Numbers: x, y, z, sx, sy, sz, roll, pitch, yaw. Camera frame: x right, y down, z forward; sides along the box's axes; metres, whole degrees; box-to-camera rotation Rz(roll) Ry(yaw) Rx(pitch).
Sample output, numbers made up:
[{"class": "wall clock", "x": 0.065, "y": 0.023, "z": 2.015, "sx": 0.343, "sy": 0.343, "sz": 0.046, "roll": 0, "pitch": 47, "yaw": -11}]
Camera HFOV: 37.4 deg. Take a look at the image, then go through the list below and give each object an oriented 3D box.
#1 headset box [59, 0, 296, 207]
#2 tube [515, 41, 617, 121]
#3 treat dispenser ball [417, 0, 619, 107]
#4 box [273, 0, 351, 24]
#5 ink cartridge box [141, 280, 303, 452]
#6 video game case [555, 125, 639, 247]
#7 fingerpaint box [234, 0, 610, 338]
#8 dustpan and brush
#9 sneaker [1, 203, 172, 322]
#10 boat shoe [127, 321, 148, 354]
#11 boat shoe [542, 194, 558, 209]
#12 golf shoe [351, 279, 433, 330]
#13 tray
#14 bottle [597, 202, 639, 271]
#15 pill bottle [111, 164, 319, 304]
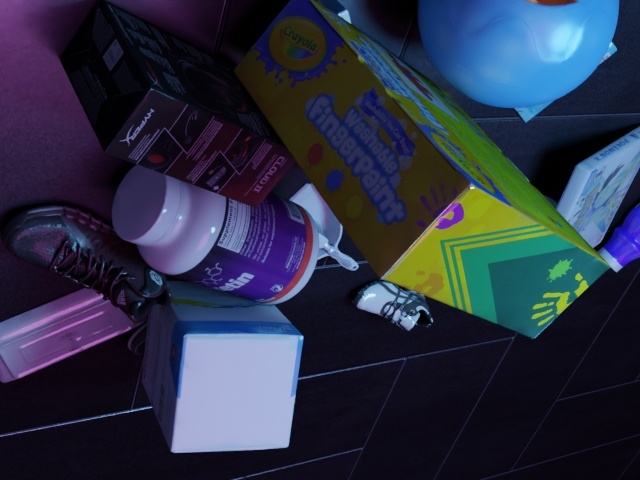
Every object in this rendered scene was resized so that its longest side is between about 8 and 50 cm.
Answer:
[{"class": "headset box", "x": -0.178, "y": -0.177, "z": 1.288, "sx": 0.293, "sy": 0.218, "sz": 0.110, "roll": 19, "pitch": 119, "yaw": -46}, {"class": "tube", "x": 0.445, "y": -0.301, "z": 1.740, "sx": 0.207, "sy": 0.052, "sz": 0.080, "roll": -40, "pitch": 137, "yaw": 15}, {"class": "treat dispenser ball", "x": 0.288, "y": -0.339, "z": 1.391, "sx": 0.288, "sy": 0.288, "sz": 0.288, "roll": -19, "pitch": 139, "yaw": -18}, {"class": "box", "x": 0.010, "y": -0.255, "z": 1.465, "sx": 0.101, "sy": 0.060, "sz": 0.244, "roll": -28, "pitch": 141, "yaw": -8}, {"class": "ink cartridge box", "x": -0.173, "y": 0.200, "z": 1.578, "sx": 0.197, "sy": 0.270, "sz": 0.198, "roll": 3, "pitch": 105, "yaw": -21}, {"class": "video game case", "x": 0.569, "y": -0.069, "z": 1.999, "sx": 0.300, "sy": 0.036, "sz": 0.328, "roll": -28, "pitch": 145, "yaw": -39}, {"class": "fingerpaint box", "x": 0.132, "y": -0.100, "z": 1.307, "sx": 0.163, "sy": 0.444, "sz": 0.371, "roll": -48, "pitch": 140, "yaw": 17}, {"class": "dustpan and brush", "x": 0.000, "y": 0.000, "z": 1.722, "sx": 0.147, "sy": 0.060, "sz": 0.211, "roll": -44, "pitch": 140, "yaw": 12}, {"class": "sneaker", "x": -0.337, "y": 0.044, "z": 1.448, "sx": 0.281, "sy": 0.162, "sz": 0.106, "roll": 14, "pitch": 121, "yaw": -44}, {"class": "boat shoe", "x": -0.245, "y": 0.166, "z": 1.715, "sx": 0.206, "sy": 0.065, "sz": 0.075, "roll": -21, "pitch": 144, "yaw": -18}, {"class": "boat shoe", "x": 0.354, "y": 0.013, "z": 1.937, "sx": 0.335, "sy": 0.121, "sz": 0.119, "roll": -17, "pitch": 134, "yaw": -23}, {"class": "golf shoe", "x": 0.157, "y": 0.138, "z": 1.952, "sx": 0.198, "sy": 0.094, "sz": 0.077, "roll": 7, "pitch": 127, "yaw": -38}, {"class": "tray", "x": -0.431, "y": 0.155, "z": 1.605, "sx": 0.271, "sy": 0.030, "sz": 0.145, "roll": -23, "pitch": 141, "yaw": -13}, {"class": "bottle", "x": 0.771, "y": -0.044, "z": 2.197, "sx": 0.283, "sy": 0.092, "sz": 0.118, "roll": -44, "pitch": 142, "yaw": 12}, {"class": "pill bottle", "x": -0.163, "y": -0.016, "z": 1.495, "sx": 0.323, "sy": 0.181, "sz": 0.181, "roll": 22, "pitch": 116, "yaw": -46}]
